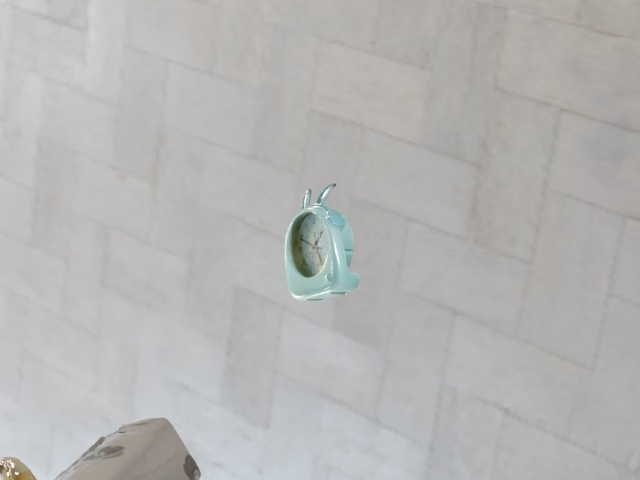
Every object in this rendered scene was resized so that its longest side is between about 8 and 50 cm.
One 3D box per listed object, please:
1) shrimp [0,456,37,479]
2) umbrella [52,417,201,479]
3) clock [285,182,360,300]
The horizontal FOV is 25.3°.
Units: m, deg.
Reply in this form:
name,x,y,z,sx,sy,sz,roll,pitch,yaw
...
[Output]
name,x,y,z,sx,sy,sz,roll,pitch,yaw
shrimp,-0.247,0.283,1.267,0.126,0.048,0.223,39,143,49
umbrella,-0.151,0.183,0.854,0.067,0.337,0.073,-43,89,16
clock,-0.001,0.000,1.812,0.108,0.045,0.147,-16,75,50
